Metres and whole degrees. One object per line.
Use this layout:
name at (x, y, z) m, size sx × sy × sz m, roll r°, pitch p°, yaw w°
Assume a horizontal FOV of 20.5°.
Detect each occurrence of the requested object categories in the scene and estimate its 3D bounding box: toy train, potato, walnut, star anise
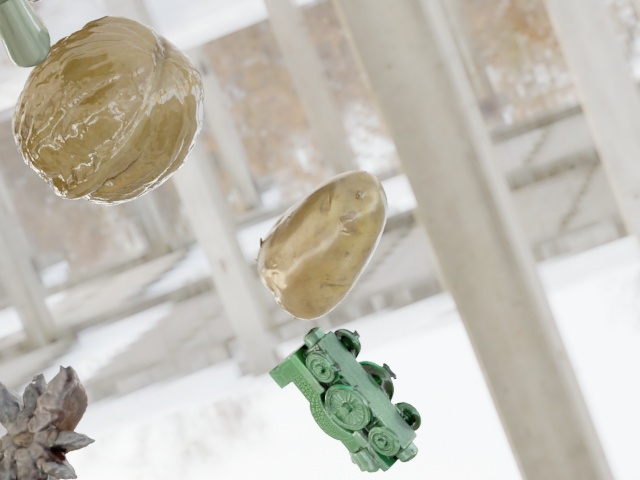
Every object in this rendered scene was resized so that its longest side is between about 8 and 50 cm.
toy train at (0.031, 0.177, 1.923) m, size 0.104 × 0.178 × 0.071 m, roll -39°, pitch 180°, yaw 43°
potato at (-0.002, 0.004, 2.106) m, size 0.161 × 0.128 × 0.235 m, roll -64°, pitch -173°, yaw -21°
walnut at (-0.264, -0.155, 2.196) m, size 0.261 × 0.225 × 0.225 m, roll -38°, pitch 176°, yaw 38°
star anise at (-0.396, 0.275, 2.422) m, size 0.236 × 0.229 × 0.093 m, roll -49°, pitch 148°, yaw 8°

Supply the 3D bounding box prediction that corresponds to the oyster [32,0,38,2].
oyster at (-0.404, -0.349, 2.319) m, size 0.238 × 0.115 × 0.351 m, roll -28°, pitch 173°, yaw 31°

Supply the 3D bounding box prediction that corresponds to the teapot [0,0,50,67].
teapot at (-0.357, -0.315, 1.931) m, size 0.220 × 0.149 × 0.318 m, roll -29°, pitch 160°, yaw 24°
